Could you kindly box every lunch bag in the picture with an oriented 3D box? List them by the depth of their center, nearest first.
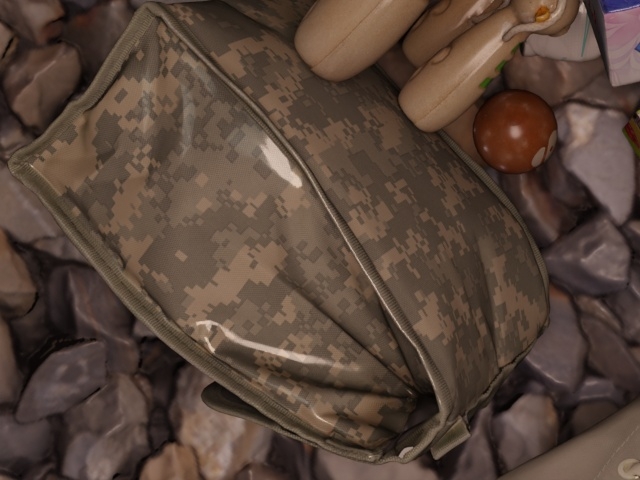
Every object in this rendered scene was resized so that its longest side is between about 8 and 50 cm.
[{"bbox_3d":[0.000,0.000,0.963,0.287,0.235,0.169,47,114,7],"label":"lunch bag"}]

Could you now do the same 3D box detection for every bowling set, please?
[{"bbox_3d":[0.104,-0.155,0.988,0.200,0.287,0.154,39,113,-21],"label":"bowling set"}]

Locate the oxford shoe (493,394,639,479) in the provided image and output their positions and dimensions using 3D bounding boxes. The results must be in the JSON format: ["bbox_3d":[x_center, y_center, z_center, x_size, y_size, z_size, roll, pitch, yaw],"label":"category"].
[{"bbox_3d":[0.221,0.154,0.959,0.449,0.130,0.169,-28,73,-14],"label":"oxford shoe"}]

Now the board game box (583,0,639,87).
[{"bbox_3d":[0.278,-0.260,0.912,0.318,0.066,0.319,-14,55,4],"label":"board game box"}]

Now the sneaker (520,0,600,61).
[{"bbox_3d":[0.175,-0.191,1.061,0.061,0.054,0.152,12,97,2],"label":"sneaker"}]

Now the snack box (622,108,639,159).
[{"bbox_3d":[0.246,-0.026,1.018,0.037,0.100,0.141,-32,85,4],"label":"snack box"}]
